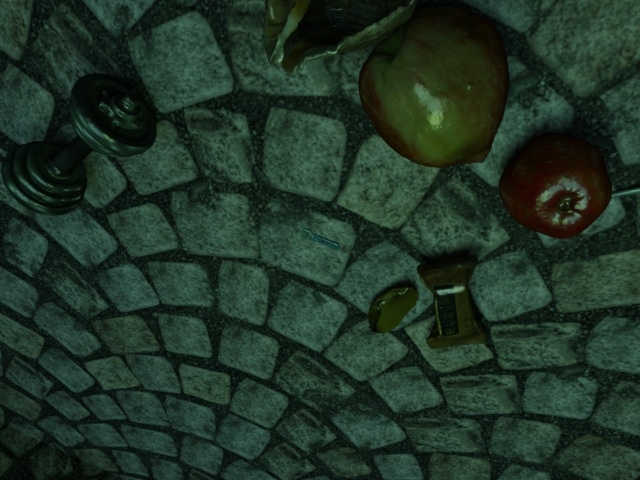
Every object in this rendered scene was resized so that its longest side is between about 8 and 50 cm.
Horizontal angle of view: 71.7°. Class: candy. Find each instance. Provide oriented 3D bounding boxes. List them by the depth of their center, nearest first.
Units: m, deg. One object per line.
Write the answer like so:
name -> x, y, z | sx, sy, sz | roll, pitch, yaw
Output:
candy -> 0.295, 0.152, 0.999 | 0.143, 0.101, 0.272 | -10, 125, 15

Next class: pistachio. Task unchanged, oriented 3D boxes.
pistachio -> 0.165, 0.156, 1.063 | 0.089, 0.049, 0.173 | 16, 126, -23

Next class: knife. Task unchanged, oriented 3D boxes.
knife -> 0.000, 0.000, 1.030 | 0.096, 0.010, 0.027 | 22, 125, 1

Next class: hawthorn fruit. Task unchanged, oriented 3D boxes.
hawthorn fruit -> 0.406, -0.090, 0.763 | 0.189, 0.189, 0.189 | 7, 123, 11

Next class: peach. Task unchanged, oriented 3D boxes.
peach -> 0.192, -0.227, 0.710 | 0.256, 0.233, 0.232 | 39, 124, -22

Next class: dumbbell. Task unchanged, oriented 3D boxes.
dumbbell -> -0.516, -0.196, 0.946 | 0.406, 0.179, 0.179 | -27, 112, 28

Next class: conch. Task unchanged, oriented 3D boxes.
conch -> 0.045, -0.374, 0.641 | 0.263, 0.186, 0.325 | 22, 94, 33

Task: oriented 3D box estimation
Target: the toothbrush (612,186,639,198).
toothbrush -> 0.637, -0.107, 0.776 | 0.374, 0.037, 0.028 | -18, 119, 22
